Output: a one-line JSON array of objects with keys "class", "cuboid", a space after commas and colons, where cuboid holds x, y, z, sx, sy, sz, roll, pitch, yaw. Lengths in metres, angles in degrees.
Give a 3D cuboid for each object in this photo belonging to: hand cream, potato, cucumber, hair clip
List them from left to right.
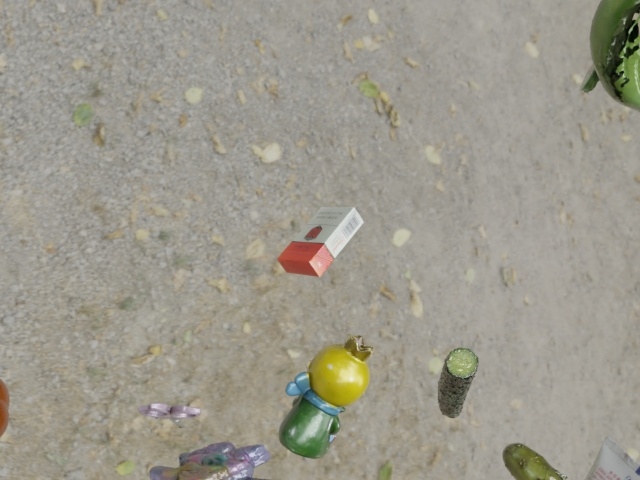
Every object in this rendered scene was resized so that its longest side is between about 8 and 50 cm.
[{"class": "hair clip", "cuboid": [-0.098, 0.302, 0.875, 0.137, 0.279, 0.090, -18, 116, -45]}, {"class": "cucumber", "cuboid": [0.263, 0.292, 1.412, 0.293, 0.068, 0.067, 84, 27, -59]}, {"class": "potato", "cuboid": [0.452, 0.491, 1.474, 0.085, 0.188, 0.105, -46, 140, 0]}, {"class": "hand cream", "cuboid": [0.432, 0.435, 1.103, 0.083, 0.133, 0.247, 0, 124, -42]}]

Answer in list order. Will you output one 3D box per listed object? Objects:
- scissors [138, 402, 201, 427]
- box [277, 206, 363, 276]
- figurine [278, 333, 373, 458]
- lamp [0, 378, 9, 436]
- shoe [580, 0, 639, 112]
[{"class": "scissors", "cuboid": [-0.272, 0.329, 1.335, 0.110, 0.212, 0.021, 3, 69, -2]}, {"class": "box", "cuboid": [0.000, 0.000, 1.364, 0.152, 0.100, 0.048, -52, 121, -26]}, {"class": "figurine", "cuboid": [0.023, 0.279, 1.310, 0.234, 0.127, 0.185, -65, 156, -4]}, {"class": "lamp", "cuboid": [-0.639, 0.299, 1.204, 0.196, 0.223, 0.223, 68, 39, -54]}, {"class": "shoe", "cuboid": [0.329, -0.176, 0.673, 0.262, 0.128, 0.140, 15, 117, -37]}]
